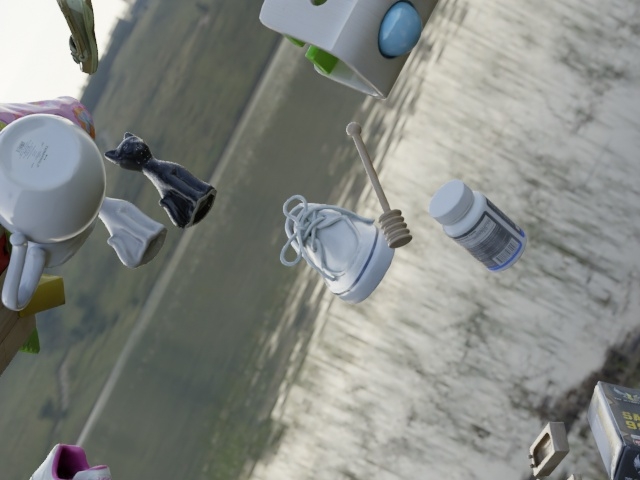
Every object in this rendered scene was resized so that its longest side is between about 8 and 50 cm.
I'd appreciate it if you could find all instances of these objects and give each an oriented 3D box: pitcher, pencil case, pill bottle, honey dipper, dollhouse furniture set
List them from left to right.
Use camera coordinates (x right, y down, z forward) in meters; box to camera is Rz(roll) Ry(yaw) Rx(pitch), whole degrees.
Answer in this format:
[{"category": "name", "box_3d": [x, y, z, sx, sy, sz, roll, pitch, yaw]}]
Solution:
[{"category": "pencil case", "box_3d": [-0.472, -0.161, 1.790, 0.124, 0.124, 0.284, -62, -19, 19]}, {"category": "pitcher", "box_3d": [-0.299, -0.027, 1.225, 0.207, 0.126, 0.177, 112, 176, -67]}, {"category": "honey dipper", "box_3d": [0.063, -0.066, 1.328, 0.160, 0.030, 0.030, 68, 150, 22]}, {"category": "pill bottle", "box_3d": [0.222, -0.022, 1.645, 0.078, 0.137, 0.078, -38, 29, 25]}, {"category": "dollhouse furniture set", "box_3d": [0.322, 0.370, 1.799, 0.144, 0.123, 0.151, 104, 164, -58]}]

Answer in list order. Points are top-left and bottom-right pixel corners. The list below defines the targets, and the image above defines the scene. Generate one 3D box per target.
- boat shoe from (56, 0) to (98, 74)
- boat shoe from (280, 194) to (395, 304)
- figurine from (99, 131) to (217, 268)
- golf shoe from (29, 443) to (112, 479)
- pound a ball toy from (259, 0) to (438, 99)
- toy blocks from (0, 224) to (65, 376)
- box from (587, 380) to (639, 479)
[{"category": "boat shoe", "box_3d": [-0.340, -0.290, 1.619, 0.153, 0.048, 0.056, 103, 151, -59]}, {"category": "boat shoe", "box_3d": [0.004, -0.008, 1.871, 0.135, 0.156, 0.367, -59, 15, 5]}, {"category": "figurine", "box_3d": [-0.327, -0.080, 2.010, 0.215, 0.209, 0.092, -42, -16, -38]}, {"category": "golf shoe", "box_3d": [-0.306, 0.391, 1.572, 0.115, 0.306, 0.140, 17, -80, -53]}, {"category": "pound a ball toy", "box_3d": [0.106, -0.295, 1.152, 0.319, 0.136, 0.208, -61, -33, -2]}, {"category": "toy blocks", "box_3d": [-0.471, 0.067, 1.456, 0.261, 0.191, 0.381, -68, -17, -53]}, {"category": "box", "box_3d": [0.457, 0.257, 1.413, 0.183, 0.231, 0.056, -77, 0, -72]}]
